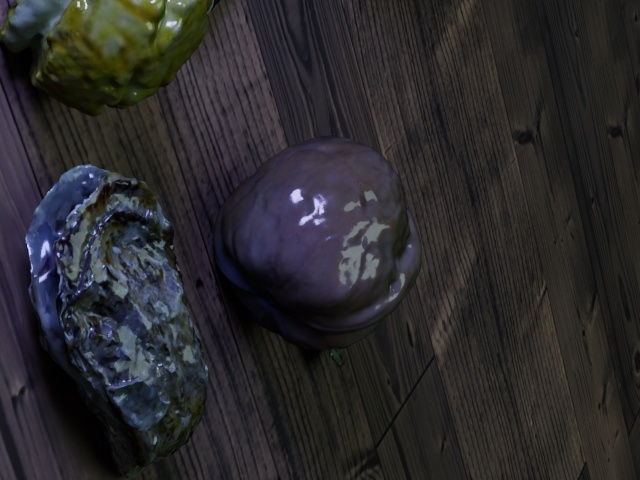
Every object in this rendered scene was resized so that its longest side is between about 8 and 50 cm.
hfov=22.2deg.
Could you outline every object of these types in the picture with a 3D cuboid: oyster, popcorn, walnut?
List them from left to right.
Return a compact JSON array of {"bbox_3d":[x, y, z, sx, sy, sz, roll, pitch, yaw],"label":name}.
[{"bbox_3d":[-0.201,-0.231,1.588,0.183,0.204,0.221,33,75,-28],"label":"popcorn"},{"bbox_3d":[-0.203,0.099,1.644,0.162,0.158,0.351,-18,117,-19],"label":"oyster"},{"bbox_3d":[0.002,0.001,1.923,0.248,0.248,0.248,11,77,-62],"label":"walnut"}]

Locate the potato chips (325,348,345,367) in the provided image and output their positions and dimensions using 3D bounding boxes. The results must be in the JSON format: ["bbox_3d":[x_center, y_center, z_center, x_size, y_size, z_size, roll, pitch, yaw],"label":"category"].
[{"bbox_3d":[-0.009,0.053,2.092,0.167,0.059,0.228,-10,101,-56],"label":"potato chips"}]

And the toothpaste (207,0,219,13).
[{"bbox_3d":[-0.128,-0.314,1.918,0.193,0.045,0.071,-65,142,-52],"label":"toothpaste"}]
